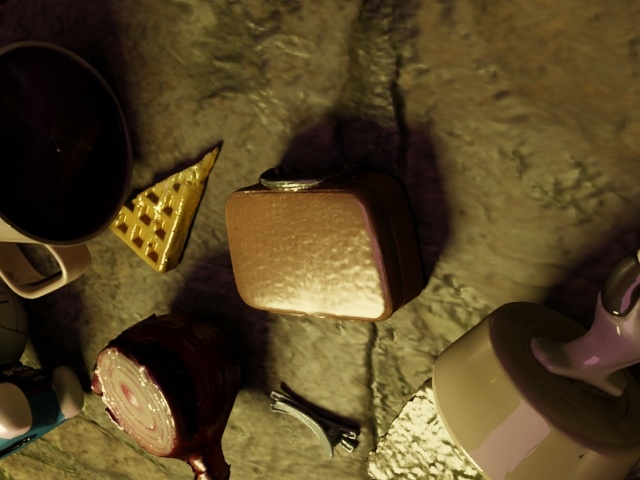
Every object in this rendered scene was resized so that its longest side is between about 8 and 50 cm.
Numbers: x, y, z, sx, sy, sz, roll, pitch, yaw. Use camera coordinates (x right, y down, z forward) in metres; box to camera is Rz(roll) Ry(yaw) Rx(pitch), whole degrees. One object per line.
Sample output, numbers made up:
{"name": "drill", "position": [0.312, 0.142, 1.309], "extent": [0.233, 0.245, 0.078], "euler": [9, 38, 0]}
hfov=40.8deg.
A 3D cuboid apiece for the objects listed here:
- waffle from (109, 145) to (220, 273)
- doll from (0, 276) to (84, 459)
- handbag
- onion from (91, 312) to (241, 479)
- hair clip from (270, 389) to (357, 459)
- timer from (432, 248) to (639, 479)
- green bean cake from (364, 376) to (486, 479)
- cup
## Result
{"name": "waffle", "position": [-0.188, -0.064, 0.995], "extent": [0.125, 0.032, 0.191], "euler": [40, 126, 22]}
{"name": "doll", "position": [-0.509, 0.161, 1.205], "extent": [0.240, 0.284, 0.310], "euler": [-33, 81, 0]}
{"name": "handbag", "position": [0.000, 0.000, 0.844], "extent": [0.193, 0.072, 0.151], "euler": [6, 113, 38]}
{"name": "onion", "position": [-0.157, 0.189, 1.007], "extent": [0.218, 0.140, 0.195], "euler": [54, 136, 5]}
{"name": "hair clip", "position": [-0.015, 0.207, 0.971], "extent": [0.115, 0.039, 0.030], "euler": [25, 118, 30]}
{"name": "timer", "position": [0.227, 0.062, 0.645], "extent": [0.175, 0.175, 0.266], "euler": [43, 122, 15]}
{"name": "green bean cake", "position": [0.152, 0.210, 0.800], "extent": [0.173, 0.094, 0.181], "euler": [43, 133, 17]}
{"name": "cup", "position": [-0.366, -0.084, 1.027], "extent": [0.273, 0.208, 0.288], "euler": [0, 145, 38]}
